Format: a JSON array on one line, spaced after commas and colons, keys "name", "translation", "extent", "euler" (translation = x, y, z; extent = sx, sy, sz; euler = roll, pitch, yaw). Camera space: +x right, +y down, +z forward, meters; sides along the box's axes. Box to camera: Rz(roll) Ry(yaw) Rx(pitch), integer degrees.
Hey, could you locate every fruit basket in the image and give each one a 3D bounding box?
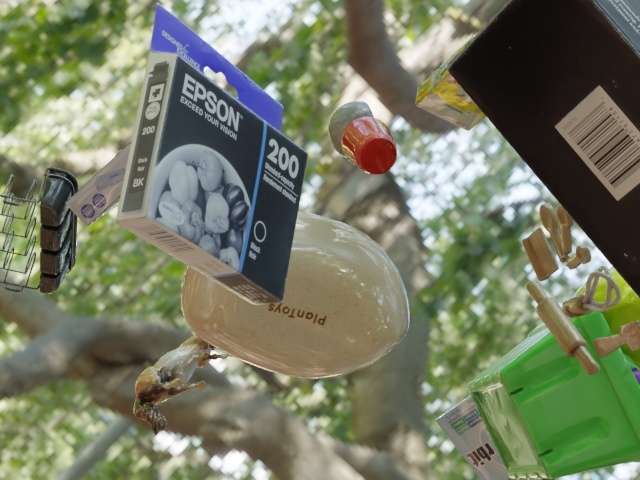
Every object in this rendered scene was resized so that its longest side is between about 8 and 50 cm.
[{"name": "fruit basket", "translation": [0.426, 0.190, 2.094], "extent": [0.283, 0.392, 0.392], "euler": [65, -18, 7]}]

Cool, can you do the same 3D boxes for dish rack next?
[{"name": "dish rack", "translation": [-0.477, -0.025, 1.936], "extent": [0.271, 0.074, 0.208], "euler": [11, -44, -1]}]

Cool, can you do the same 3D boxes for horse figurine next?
[{"name": "horse figurine", "translation": [-0.220, 0.208, 2.241], "extent": [0.174, 0.263, 0.066], "euler": [-18, -69, 47]}]

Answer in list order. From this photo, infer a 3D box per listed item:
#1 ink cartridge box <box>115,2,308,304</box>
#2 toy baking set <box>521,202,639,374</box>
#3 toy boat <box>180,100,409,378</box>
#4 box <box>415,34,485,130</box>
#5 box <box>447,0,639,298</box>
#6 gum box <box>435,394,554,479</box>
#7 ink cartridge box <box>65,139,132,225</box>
[{"name": "ink cartridge box", "translation": [-0.086, -0.074, 1.233], "extent": [0.045, 0.208, 0.206], "euler": [-7, -25, 32]}, {"name": "toy baking set", "translation": [0.308, 0.067, 1.703], "extent": [0.197, 0.030, 0.256], "euler": [88, -21, -50]}, {"name": "toy boat", "translation": [0.000, 0.000, 1.587], "extent": [0.267, 0.318, 0.148], "euler": [21, 13, -17]}, {"name": "box", "translation": [0.235, -0.244, 2.132], "extent": [0.105, 0.043, 0.179], "euler": [24, -34, -20]}, {"name": "box", "translation": [0.361, -0.139, 1.414], "extent": [0.343, 0.312, 0.179], "euler": [51, -46, 7]}, {"name": "gum box", "translation": [0.290, 0.336, 2.298], "extent": [0.184, 0.041, 0.157], "euler": [52, -33, 5]}, {"name": "ink cartridge box", "translation": [-0.237, -0.108, 1.855], "extent": [0.046, 0.207, 0.097], "euler": [48, 14, -3]}]
